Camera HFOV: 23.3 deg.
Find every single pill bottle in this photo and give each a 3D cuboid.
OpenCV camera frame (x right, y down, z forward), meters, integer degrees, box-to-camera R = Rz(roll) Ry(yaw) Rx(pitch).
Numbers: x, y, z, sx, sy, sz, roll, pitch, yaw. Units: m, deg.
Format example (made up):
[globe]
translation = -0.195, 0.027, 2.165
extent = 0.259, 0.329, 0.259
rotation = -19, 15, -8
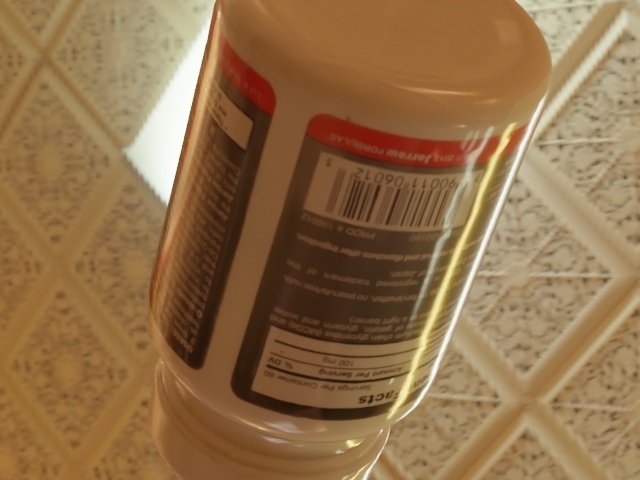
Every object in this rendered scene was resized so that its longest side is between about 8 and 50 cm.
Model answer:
[pill bottle]
translation = 0.000, 0.000, 1.027
extent = 0.210, 0.210, 0.363
rotation = 39, -49, 26
